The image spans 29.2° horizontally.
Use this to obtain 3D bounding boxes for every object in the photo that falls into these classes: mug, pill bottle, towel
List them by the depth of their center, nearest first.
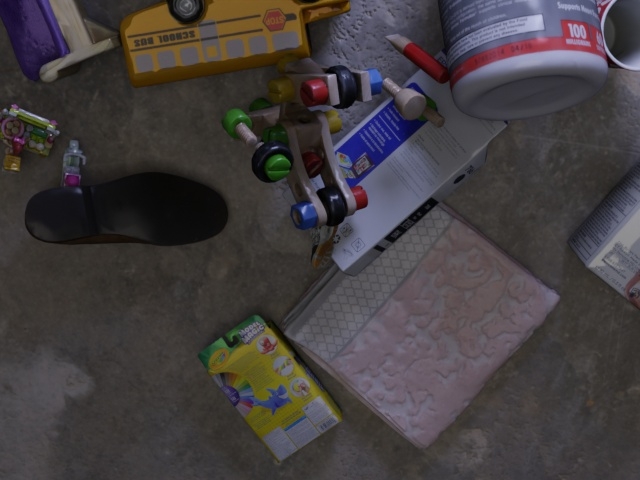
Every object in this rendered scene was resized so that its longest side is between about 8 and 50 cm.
[{"bbox_3d":[0.259,-0.363,1.666,0.210,0.210,0.362,-8,77,4],"label":"pill bottle"},{"bbox_3d":[0.427,-0.308,1.743,0.113,0.169,0.150,44,86,-13],"label":"mug"},{"bbox_3d":[0.152,0.118,1.915,0.317,0.053,0.332,39,102,-7],"label":"towel"}]

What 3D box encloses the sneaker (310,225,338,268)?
[{"bbox_3d":[0.000,0.000,1.804,0.032,0.037,0.083,20,87,-47],"label":"sneaker"}]

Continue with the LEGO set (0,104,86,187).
[{"bbox_3d":[-0.487,-0.140,1.800,0.287,0.107,0.132,-1,85,-23],"label":"LEGO set"}]

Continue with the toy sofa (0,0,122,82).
[{"bbox_3d":[-0.430,-0.407,1.761,0.177,0.150,0.362,-21,102,5],"label":"toy sofa"}]

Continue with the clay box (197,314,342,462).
[{"bbox_3d":[-0.080,0.228,1.947,0.127,0.053,0.222,-35,98,9],"label":"clay box"}]

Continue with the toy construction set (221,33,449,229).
[{"bbox_3d":[0.003,-0.196,1.753,0.309,0.237,0.257,-34,136,-8],"label":"toy construction set"}]

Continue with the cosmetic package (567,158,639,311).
[{"bbox_3d":[0.520,-0.053,1.814,0.129,0.153,0.296,37,103,-8],"label":"cosmetic package"}]

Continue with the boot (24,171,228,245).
[{"bbox_3d":[-0.298,-0.039,1.878,0.305,0.115,0.112,-1,81,-15],"label":"boot"}]

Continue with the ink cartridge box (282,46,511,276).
[{"bbox_3d":[0.117,-0.114,1.822,0.333,0.065,0.165,-41,69,12],"label":"ink cartridge box"}]

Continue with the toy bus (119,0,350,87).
[{"bbox_3d":[-0.120,-0.316,1.793,0.333,0.108,0.130,-9,103,4],"label":"toy bus"}]
